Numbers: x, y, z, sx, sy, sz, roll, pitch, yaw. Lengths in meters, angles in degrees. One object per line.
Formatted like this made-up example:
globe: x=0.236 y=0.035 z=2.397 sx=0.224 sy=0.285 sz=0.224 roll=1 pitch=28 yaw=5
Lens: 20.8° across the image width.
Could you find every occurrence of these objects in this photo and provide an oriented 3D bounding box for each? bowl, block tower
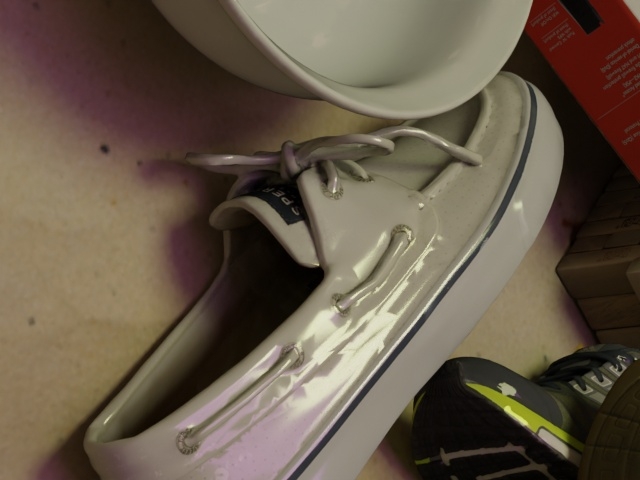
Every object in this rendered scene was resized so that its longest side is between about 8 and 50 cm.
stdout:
bowl: x=-0.019 y=-0.201 z=0.939 sx=0.298 sy=0.134 sz=0.297 roll=8 pitch=79 yaw=-46
block tower: x=0.286 y=-0.048 z=1.274 sx=0.091 sy=0.097 sz=0.335 roll=58 pitch=46 yaw=-24

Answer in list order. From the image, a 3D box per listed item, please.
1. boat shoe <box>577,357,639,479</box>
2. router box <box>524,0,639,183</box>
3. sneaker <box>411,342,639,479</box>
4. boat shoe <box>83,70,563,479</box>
boat shoe: x=0.183 y=0.177 z=1.001 sx=0.073 sy=0.080 sz=0.223 roll=76 pitch=23 yaw=-64
router box: x=0.261 y=-0.211 z=1.194 sx=0.335 sy=0.082 sz=0.301 roll=-37 pitch=90 yaw=-40
sneaker: x=0.157 y=0.119 z=1.116 sx=0.300 sy=0.111 sz=0.121 roll=30 pitch=55 yaw=-48
boat shoe: x=-0.006 y=0.001 z=0.939 sx=0.367 sy=0.136 sz=0.156 roll=-51 pitch=117 yaw=-27
